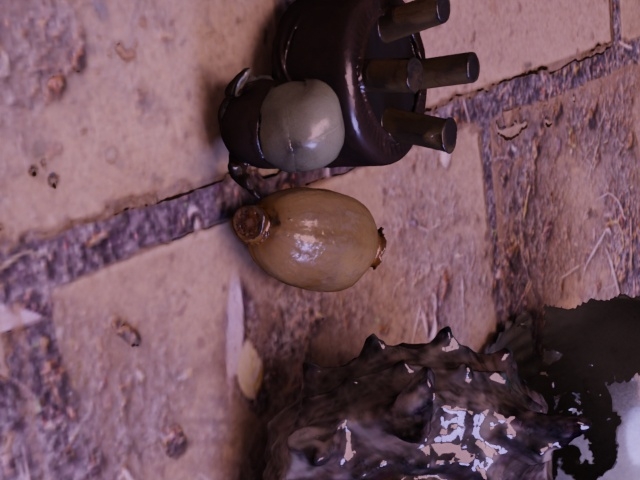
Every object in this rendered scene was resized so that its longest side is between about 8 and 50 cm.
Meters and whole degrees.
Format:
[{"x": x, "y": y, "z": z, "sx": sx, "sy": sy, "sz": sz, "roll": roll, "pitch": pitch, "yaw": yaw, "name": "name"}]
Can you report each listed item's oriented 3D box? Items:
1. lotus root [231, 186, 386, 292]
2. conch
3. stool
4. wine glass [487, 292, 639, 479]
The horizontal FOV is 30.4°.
[{"x": 0.000, "y": 0.000, "z": 0.829, "sx": 0.150, "sy": 0.062, "sz": 0.073, "roll": 10, "pitch": 87, "yaw": -49, "name": "lotus root"}, {"x": 0.069, "y": 0.190, "z": 0.860, "sx": 0.240, "sy": 0.186, "sz": 0.313, "roll": -40, "pitch": 147, "yaw": -8, "name": "conch"}, {"x": 0.019, "y": -0.102, "z": 0.801, "sx": 0.217, "sy": 0.121, "sz": 0.125, "roll": -38, "pitch": 123, "yaw": -47, "name": "stool"}, {"x": 0.261, "y": 0.224, "z": 1.076, "sx": 0.190, "sy": 0.190, "sz": 0.357, "roll": -31, "pitch": 119, "yaw": -44, "name": "wine glass"}]
